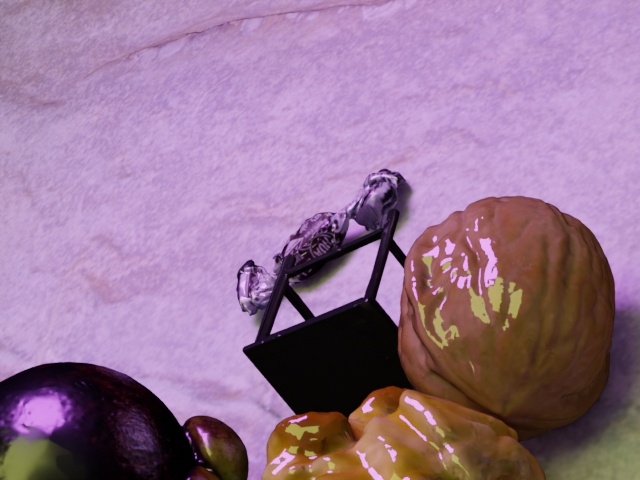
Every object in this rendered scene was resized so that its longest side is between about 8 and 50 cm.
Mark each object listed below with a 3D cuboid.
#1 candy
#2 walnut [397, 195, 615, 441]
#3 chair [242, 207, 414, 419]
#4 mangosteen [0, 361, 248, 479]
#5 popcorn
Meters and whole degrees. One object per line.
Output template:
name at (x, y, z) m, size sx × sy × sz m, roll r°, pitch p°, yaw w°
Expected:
candy at (0.000, 0.000, 1.669) m, size 0.226 × 0.051 × 0.094 m, roll -36°, pitch 23°, yaw 8°
walnut at (0.157, 0.068, 1.297) m, size 0.213 × 0.213 × 0.213 m, roll -28°, pitch 36°, yaw 23°
chair at (0.026, 0.118, 1.402) m, size 0.154 × 0.141 × 0.260 m, roll -24°, pitch 28°, yaw 29°
mangosteen at (-0.214, 0.248, 1.400) m, size 0.297 × 0.297 × 0.313 m, roll -9°, pitch 11°, yaw 42°
popcorn at (0.057, 0.256, 1.133) m, size 0.225 × 0.265 × 0.332 m, roll 129°, pitch 141°, yaw -49°
